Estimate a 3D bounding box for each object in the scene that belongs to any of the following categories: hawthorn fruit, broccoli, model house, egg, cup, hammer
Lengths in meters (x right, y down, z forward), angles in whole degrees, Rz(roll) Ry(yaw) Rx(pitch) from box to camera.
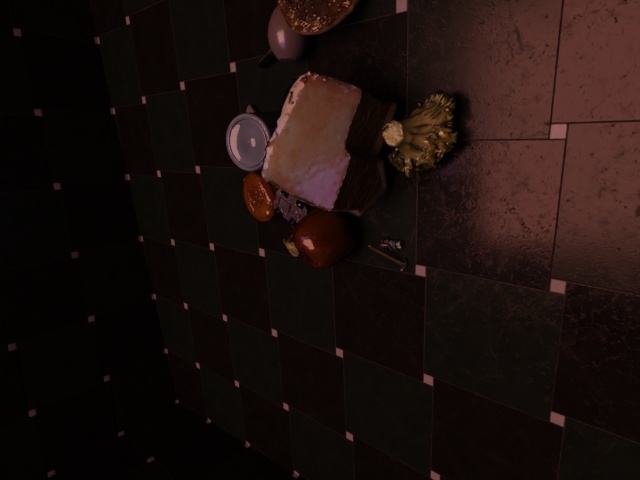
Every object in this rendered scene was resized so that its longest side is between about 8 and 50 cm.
[{"bbox_3d":[0.000,0.000,1.823,0.268,0.301,0.267,38,151,26],"label":"hawthorn fruit"},{"bbox_3d":[0.335,-0.363,1.431,0.248,0.246,0.288,15,115,46],"label":"broccoli"},{"bbox_3d":[0.070,-0.360,1.597,0.395,0.400,0.445,28,108,34],"label":"model house"},{"bbox_3d":[-0.135,-0.876,1.738,0.176,0.176,0.231,9,109,41],"label":"egg"},{"bbox_3d":[-0.205,-0.430,1.837,0.331,0.311,0.256,29,118,20],"label":"cup"},{"bbox_3d":[0.284,0.065,1.740,0.182,0.017,0.062,30,123,6],"label":"hammer"}]

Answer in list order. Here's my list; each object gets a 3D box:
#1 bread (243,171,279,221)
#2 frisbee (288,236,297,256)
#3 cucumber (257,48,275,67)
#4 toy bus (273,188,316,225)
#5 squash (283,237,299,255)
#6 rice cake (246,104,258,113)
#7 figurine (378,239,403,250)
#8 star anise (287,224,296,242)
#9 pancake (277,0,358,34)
[{"bbox_3d":[-0.294,-0.224,2.130,0.268,0.146,0.268,18,117,42],"label":"bread"},{"bbox_3d":[-0.135,0.030,2.156,0.110,0.014,0.110,16,115,39],"label":"frisbee"},{"bbox_3d":[-0.230,-0.858,1.915,0.220,0.070,0.046,-21,119,46],"label":"cucumber"},{"bbox_3d":[-0.112,-0.164,1.984,0.209,0.136,0.126,38,124,27],"label":"toy bus"},{"bbox_3d":[-0.110,0.029,2.078,0.224,0.094,0.094,19,116,37],"label":"squash"},{"bbox_3d":[-0.293,-0.579,2.074,0.055,0.049,0.270,-44,73,22],"label":"rice cake"},{"bbox_3d":[0.296,0.022,1.741,0.106,0.047,0.060,-1,145,37],"label":"figurine"},{"bbox_3d":[-0.109,-0.042,2.031,0.168,0.057,0.167,-21,53,31],"label":"star anise"},{"bbox_3d":[0.000,-0.983,1.568,0.383,0.071,0.382,0,90,21],"label":"pancake"}]
